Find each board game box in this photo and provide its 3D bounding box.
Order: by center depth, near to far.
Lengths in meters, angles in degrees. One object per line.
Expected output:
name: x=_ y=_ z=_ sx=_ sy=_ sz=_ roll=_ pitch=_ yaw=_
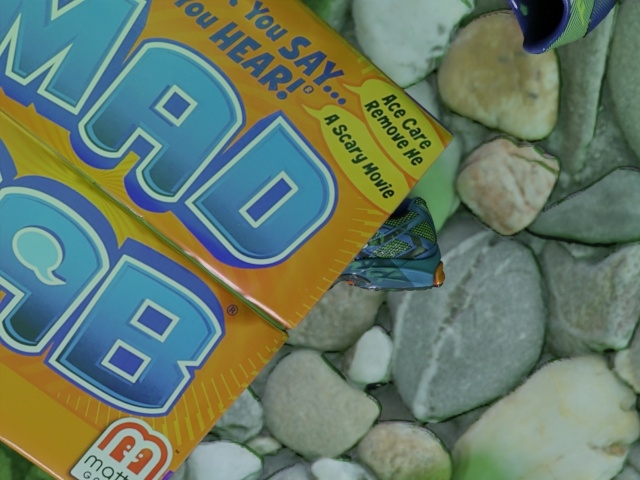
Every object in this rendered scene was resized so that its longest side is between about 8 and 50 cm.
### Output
board game box: x=-0.191 y=-0.085 z=1.354 sx=0.356 sy=0.356 sz=0.356 roll=39 pitch=93 yaw=-22

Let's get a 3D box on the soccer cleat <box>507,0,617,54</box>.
soccer cleat: x=0.153 y=-0.284 z=1.522 sx=0.121 sy=0.093 sz=0.289 roll=-41 pitch=116 yaw=-19

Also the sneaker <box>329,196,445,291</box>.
sneaker: x=0.000 y=0.000 z=1.592 sx=0.221 sy=0.083 sz=0.087 roll=-1 pitch=93 yaw=-20
